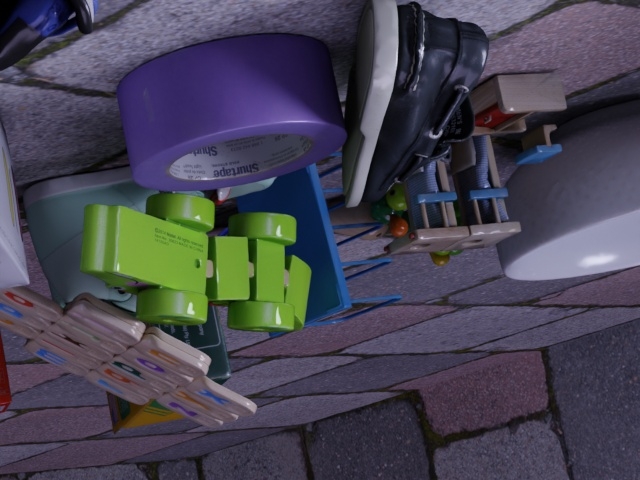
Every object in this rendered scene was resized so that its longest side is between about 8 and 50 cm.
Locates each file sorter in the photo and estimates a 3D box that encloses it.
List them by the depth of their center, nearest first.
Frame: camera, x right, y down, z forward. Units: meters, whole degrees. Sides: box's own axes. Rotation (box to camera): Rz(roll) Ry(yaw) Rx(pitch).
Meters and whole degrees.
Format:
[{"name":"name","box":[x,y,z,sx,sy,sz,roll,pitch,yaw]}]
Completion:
[{"name":"file sorter","box":[0.000,0.000,2.013,0.104,0.170,0.118,-5,167,-45]}]

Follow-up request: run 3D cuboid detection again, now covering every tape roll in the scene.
[{"name":"tape roll","box":[-0.076,-0.107,1.652,0.189,0.080,0.189,-11,167,-2]}]

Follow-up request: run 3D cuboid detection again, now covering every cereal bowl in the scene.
[{"name":"cereal bowl","box":[0.346,-0.067,2.102,0.339,0.141,0.339,-11,169,-2]}]

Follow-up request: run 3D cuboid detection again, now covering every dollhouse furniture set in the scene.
[{"name":"dollhouse furniture set","box":[0.148,-0.073,1.902,0.129,0.129,0.183,-5,167,-28]}]

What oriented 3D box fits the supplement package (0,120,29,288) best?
[{"name":"supplement package","box":[-0.355,-0.040,1.529,0.204,0.145,0.262,-11,169,-4]}]

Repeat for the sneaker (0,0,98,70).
[{"name":"sneaker","box":[-0.161,-0.168,1.036,0.127,0.182,0.315,-16,167,25]}]

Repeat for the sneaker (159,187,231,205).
[{"name":"sneaker","box":[-0.088,-0.070,1.818,0.161,0.075,0.057,-5,166,-28]}]

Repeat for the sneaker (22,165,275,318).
[{"name":"sneaker","box":[-0.154,-0.002,1.892,0.255,0.151,0.094,-13,167,-2]}]

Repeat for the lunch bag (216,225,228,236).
[{"name":"lunch bag","box":[-0.060,0.009,2.181,0.151,0.096,0.129,-41,169,-5]}]

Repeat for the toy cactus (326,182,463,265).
[{"name":"toy cactus","box":[0.092,-0.032,2.179,0.180,0.112,0.219,4,177,22]}]

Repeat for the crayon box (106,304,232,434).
[{"name":"crayon box","box":[-0.188,0.091,2.163,0.083,0.203,0.323,-9,168,-18]}]

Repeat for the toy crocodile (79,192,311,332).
[{"name":"toy crocodile","box":[-0.112,0.027,1.799,0.105,0.115,0.340,-6,170,34]}]

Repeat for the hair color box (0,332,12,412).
[{"name":"hair color box","box":[-0.404,0.134,2.300,0.043,0.141,0.072,-8,168,-19]}]

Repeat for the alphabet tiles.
[{"name":"alphabet tiles","box":[-0.202,0.109,1.879,0.278,0.021,0.284,27,162,-12]}]

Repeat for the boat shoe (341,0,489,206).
[{"name":"boat shoe","box":[0.081,-0.114,1.663,0.113,0.127,0.340,1,158,-4]}]
